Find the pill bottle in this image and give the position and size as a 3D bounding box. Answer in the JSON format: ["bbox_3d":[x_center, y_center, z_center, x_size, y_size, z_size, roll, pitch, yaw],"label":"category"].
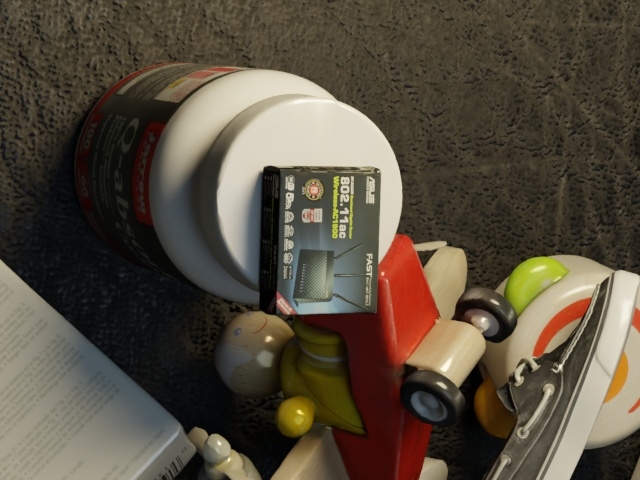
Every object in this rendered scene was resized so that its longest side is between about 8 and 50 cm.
[{"bbox_3d":[-0.079,-0.055,1.702,0.210,0.363,0.210,-3,97,-23],"label":"pill bottle"}]

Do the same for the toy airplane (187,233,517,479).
[{"bbox_3d":[0.019,0.165,1.839,0.272,0.386,0.384,25,95,15],"label":"toy airplane"}]

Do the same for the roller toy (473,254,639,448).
[{"bbox_3d":[0.269,0.119,1.997,0.191,0.146,0.209,5,100,-15],"label":"roller toy"}]

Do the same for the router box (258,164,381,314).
[{"bbox_3d":[0.000,0.000,1.522,0.092,0.038,0.122,-1,96,-25],"label":"router box"}]

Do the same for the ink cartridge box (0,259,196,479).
[{"bbox_3d":[-0.355,0.171,1.700,0.385,0.091,0.308,40,77,19],"label":"ink cartridge box"}]

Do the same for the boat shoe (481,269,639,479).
[{"bbox_3d":[0.228,0.160,1.869,0.102,0.108,0.301,23,99,9],"label":"boat shoe"}]

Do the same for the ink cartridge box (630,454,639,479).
[{"bbox_3d":[0.436,0.232,2.059,0.086,0.148,0.203,10,109,-24],"label":"ink cartridge box"}]
